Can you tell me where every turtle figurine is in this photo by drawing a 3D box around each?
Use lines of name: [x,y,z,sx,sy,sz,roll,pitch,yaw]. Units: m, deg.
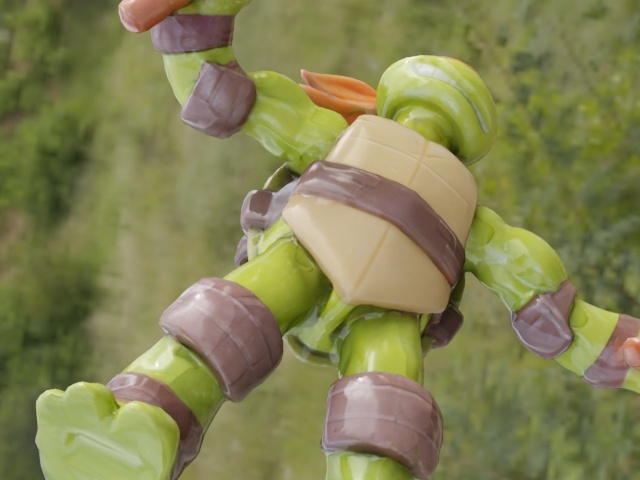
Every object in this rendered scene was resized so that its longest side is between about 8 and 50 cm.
turtle figurine: [0.000,0.000,0.534,0.087,0.269,0.217,-44,12,47]
